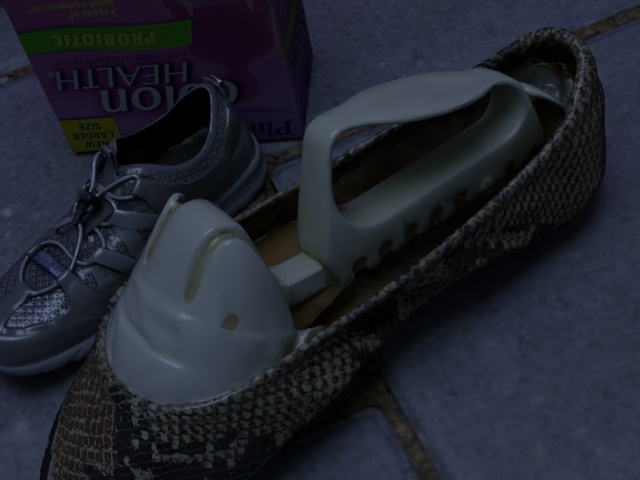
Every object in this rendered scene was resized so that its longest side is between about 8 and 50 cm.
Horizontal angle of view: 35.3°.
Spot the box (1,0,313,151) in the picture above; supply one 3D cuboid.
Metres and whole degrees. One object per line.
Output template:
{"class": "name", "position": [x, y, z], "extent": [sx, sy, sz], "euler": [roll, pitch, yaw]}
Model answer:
{"class": "box", "position": [-0.132, -0.202, 0.824], "extent": [0.213, 0.243, 0.117], "euler": [-2, 50, 9]}

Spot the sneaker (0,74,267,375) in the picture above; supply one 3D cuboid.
{"class": "sneaker", "position": [-0.162, -0.021, 0.761], "extent": [0.105, 0.115, 0.281], "euler": [26, 60, 29]}

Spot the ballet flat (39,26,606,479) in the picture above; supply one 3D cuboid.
{"class": "ballet flat", "position": [0.000, 0.000, 0.666], "extent": [0.483, 0.182, 0.164], "euler": [-34, 53, -17]}
